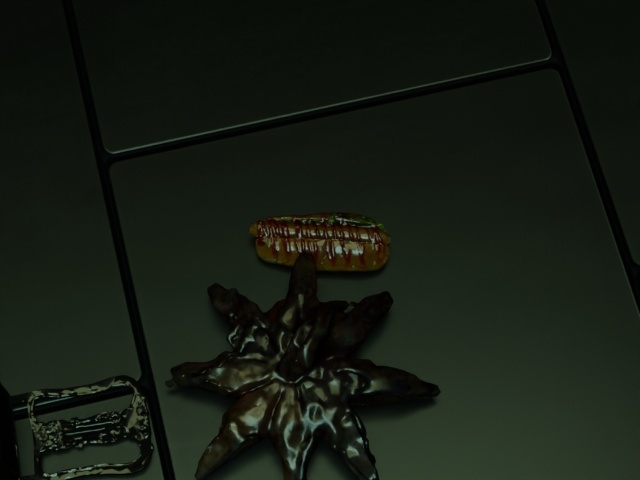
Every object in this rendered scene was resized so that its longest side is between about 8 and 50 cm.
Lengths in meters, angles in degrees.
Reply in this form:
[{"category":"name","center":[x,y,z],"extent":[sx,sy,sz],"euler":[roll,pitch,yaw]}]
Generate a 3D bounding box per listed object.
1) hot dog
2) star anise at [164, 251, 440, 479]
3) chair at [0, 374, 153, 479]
[{"category":"hot dog","center":[0.000,-0.001,1.660],"extent":[0.144,0.038,0.062],"euler":[5,68,2]},{"category":"star anise","center":[-0.018,0.131,1.575],"extent":[0.272,0.102,0.272],"euler":[0,71,0]},{"category":"chair","center":[-0.281,0.177,1.552],"extent":[0.229,0.113,0.106],"euler":[-11,70,-2]}]
